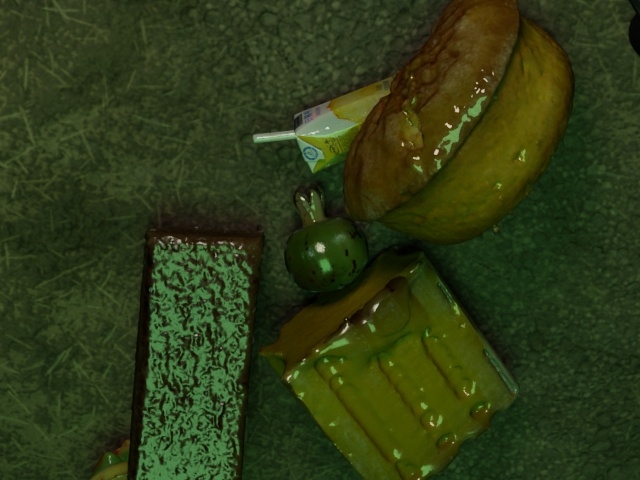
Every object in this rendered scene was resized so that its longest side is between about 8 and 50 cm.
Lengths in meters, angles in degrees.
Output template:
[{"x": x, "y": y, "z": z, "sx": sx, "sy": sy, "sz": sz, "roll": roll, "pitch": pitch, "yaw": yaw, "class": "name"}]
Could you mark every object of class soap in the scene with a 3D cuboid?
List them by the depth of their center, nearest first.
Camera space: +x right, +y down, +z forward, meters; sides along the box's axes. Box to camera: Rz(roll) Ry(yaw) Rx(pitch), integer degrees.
[{"x": 0.100, "y": 0.182, "z": 1.894, "sx": 0.259, "sy": 0.143, "sz": 0.281, "roll": -39, "pitch": 113, "yaw": -8, "class": "soap"}]

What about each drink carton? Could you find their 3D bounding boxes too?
[{"x": 0.018, "y": -0.138, "z": 1.764, "sx": 0.200, "sy": 0.084, "sz": 0.074, "roll": -21, "pitch": 119, "yaw": 9, "class": "drink carton"}]

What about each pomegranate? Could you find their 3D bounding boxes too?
[{"x": 0.000, "y": 0.000, "z": 1.837, "sx": 0.114, "sy": 0.114, "sz": 0.142, "roll": -20, "pitch": 93, "yaw": 12, "class": "pomegranate"}]

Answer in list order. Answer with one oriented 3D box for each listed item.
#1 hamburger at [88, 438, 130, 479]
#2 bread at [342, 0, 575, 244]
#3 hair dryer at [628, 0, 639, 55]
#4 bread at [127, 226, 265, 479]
[{"x": -0.243, "y": 0.396, "z": 2.038, "sx": 0.237, "sy": 0.149, "sz": 0.237, "roll": 0, "pitch": 110, "yaw": 1, "class": "hamburger"}, {"x": 0.178, "y": -0.129, "z": 1.656, "sx": 0.194, "sy": 0.179, "sz": 0.340, "roll": 33, "pitch": 96, "yaw": -28, "class": "bread"}, {"x": 0.375, "y": -0.312, "z": 1.655, "sx": 0.070, "sy": 0.114, "sz": 0.248, "roll": -31, "pitch": 108, "yaw": 7, "class": "hair dryer"}, {"x": -0.171, "y": 0.189, "z": 1.865, "sx": 0.165, "sy": 0.113, "sz": 0.416, "roll": 5, "pitch": 97, "yaw": -4, "class": "bread"}]
